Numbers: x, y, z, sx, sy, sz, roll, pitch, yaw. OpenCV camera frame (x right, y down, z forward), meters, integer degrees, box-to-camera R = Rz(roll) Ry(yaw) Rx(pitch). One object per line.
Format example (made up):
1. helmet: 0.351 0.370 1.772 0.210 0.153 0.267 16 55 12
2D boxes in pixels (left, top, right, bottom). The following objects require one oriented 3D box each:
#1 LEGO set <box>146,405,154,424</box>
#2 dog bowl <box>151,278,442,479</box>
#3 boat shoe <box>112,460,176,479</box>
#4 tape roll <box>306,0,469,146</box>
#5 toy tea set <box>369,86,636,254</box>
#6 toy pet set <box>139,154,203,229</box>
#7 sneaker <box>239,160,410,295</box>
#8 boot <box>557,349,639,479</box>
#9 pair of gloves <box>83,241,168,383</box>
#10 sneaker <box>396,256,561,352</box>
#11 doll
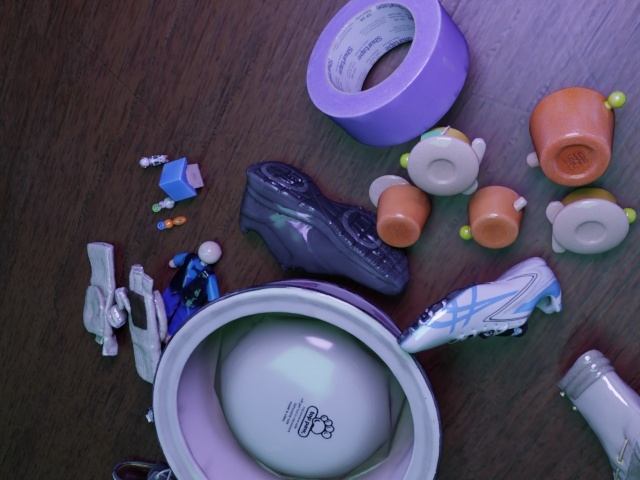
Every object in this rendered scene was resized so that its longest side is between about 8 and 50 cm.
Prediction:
1. LEGO set: -0.209 0.257 1.066 0.244 0.060 0.183 17 96 17
2. dog bowl: -0.027 0.237 0.890 0.407 0.150 0.409 3 104 12
3. boat shoe: -0.280 0.441 1.102 0.232 0.084 0.079 -8 99 27
4. tape roll: 0.080 -0.217 0.755 0.188 0.080 0.189 -18 59 33
5. toy tea set: 0.220 -0.087 0.782 0.335 0.124 0.200 -1 131 19
6. toy pet set: -0.249 -0.080 0.981 0.114 0.065 0.122 -13 97 24
7. sneaker: 0.000 0.000 0.889 0.286 0.109 0.130 36 122 19
8. boot: 0.378 0.245 0.781 0.077 0.213 0.165 -28 51 -8
9. pair of gloves: -0.343 0.121 1.042 0.240 0.042 0.204 19 111 40
10. sneaker: 0.205 0.093 0.761 0.086 0.237 0.085 65 160 14
11. doll: -0.215 0.082 1.014 0.129 0.046 0.189 38 107 21
